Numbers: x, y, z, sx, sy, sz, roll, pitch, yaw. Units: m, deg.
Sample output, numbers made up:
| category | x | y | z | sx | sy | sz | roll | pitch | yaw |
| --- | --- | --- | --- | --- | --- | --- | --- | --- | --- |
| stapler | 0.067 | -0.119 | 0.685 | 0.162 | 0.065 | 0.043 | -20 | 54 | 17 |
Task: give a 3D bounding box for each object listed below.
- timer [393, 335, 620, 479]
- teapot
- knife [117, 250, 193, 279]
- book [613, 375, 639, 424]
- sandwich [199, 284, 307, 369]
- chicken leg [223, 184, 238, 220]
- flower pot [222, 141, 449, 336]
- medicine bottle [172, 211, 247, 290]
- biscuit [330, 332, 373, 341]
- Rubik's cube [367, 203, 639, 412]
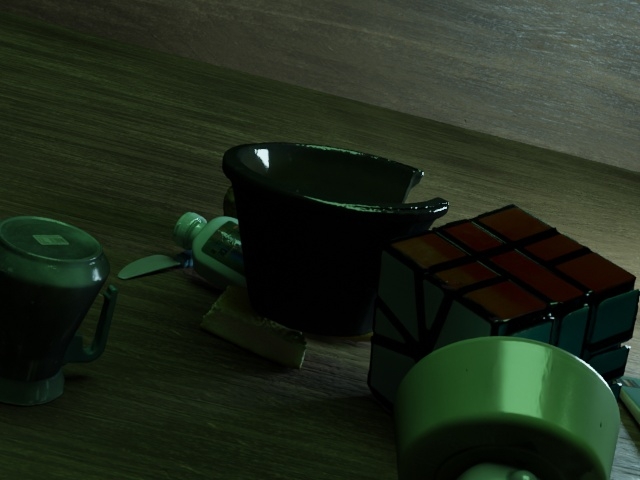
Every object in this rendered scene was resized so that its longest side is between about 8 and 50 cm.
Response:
| category | x | y | z | sx | sy | sz | roll | pitch | yaw |
| --- | --- | --- | --- | --- | --- | --- | --- | --- | --- |
| timer | 0.217 | 0.324 | 1.447 | 0.291 | 0.290 | 0.315 | 15 | 42 | -1 |
| teapot | -0.374 | 0.096 | 1.612 | 0.203 | 0.225 | 0.171 | 2 | 26 | -37 |
| knife | -0.276 | 0.039 | 2.151 | 0.244 | 0.032 | 0.058 | -12 | 36 | -45 |
| book | 0.713 | 0.327 | 2.077 | 0.379 | 0.031 | 0.264 | 11 | 17 | -11 |
| sandwich | -0.114 | 0.137 | 1.949 | 0.163 | 0.058 | 0.193 | 9 | 21 | -13 |
| chicken leg | -0.010 | -0.061 | 2.349 | 0.361 | 0.211 | 0.140 | 10 | 58 | -7 |
| flower pot | 0.000 | 0.000 | 1.933 | 0.380 | 0.251 | 0.379 | 10 | 18 | -3 |
| medicine bottle | -0.156 | 0.026 | 2.124 | 0.229 | 0.083 | 0.121 | 28 | 56 | 21 |
| biscuit | 0.020 | 0.108 | 2.106 | 0.145 | 0.033 | 0.224 | -11 | 36 | -23 |
| Rubik's cube | 0.264 | 0.147 | 1.786 | 0.283 | 0.288 | 0.293 | -13 | 30 | -30 |
